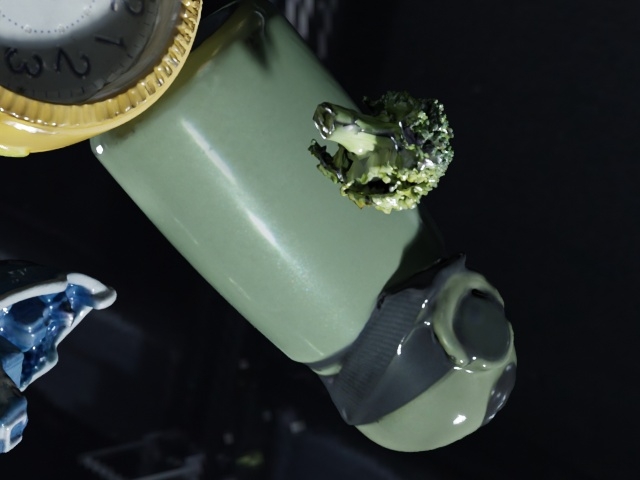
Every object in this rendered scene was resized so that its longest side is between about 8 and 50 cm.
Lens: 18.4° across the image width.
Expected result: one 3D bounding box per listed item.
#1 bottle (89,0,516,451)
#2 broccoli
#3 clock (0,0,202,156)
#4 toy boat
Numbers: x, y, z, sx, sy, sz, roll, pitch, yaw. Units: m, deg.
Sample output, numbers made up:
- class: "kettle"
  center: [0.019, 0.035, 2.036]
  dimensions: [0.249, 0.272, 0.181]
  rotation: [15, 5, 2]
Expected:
- class: "bottle"
  center: [0.002, 0.000, 1.415]
  dimensions: [0.168, 0.168, 0.347]
  rotation: [-30, -73, 41]
- class: "broccoli"
  center: [0.038, -0.059, 1.242]
  dimensions: [0.095, 0.092, 0.097]
  rotation: [-61, -148, 22]
- class: "clock"
  center: [-0.237, -0.177, 1.241]
  dimensions: [0.200, 0.317, 0.244]
  rotation: [-10, -109, 58]
- class: "toy boat"
  center: [-0.287, 0.110, 1.663]
  dimensions: [0.142, 0.309, 0.129]
  rotation: [34, -44, 21]
